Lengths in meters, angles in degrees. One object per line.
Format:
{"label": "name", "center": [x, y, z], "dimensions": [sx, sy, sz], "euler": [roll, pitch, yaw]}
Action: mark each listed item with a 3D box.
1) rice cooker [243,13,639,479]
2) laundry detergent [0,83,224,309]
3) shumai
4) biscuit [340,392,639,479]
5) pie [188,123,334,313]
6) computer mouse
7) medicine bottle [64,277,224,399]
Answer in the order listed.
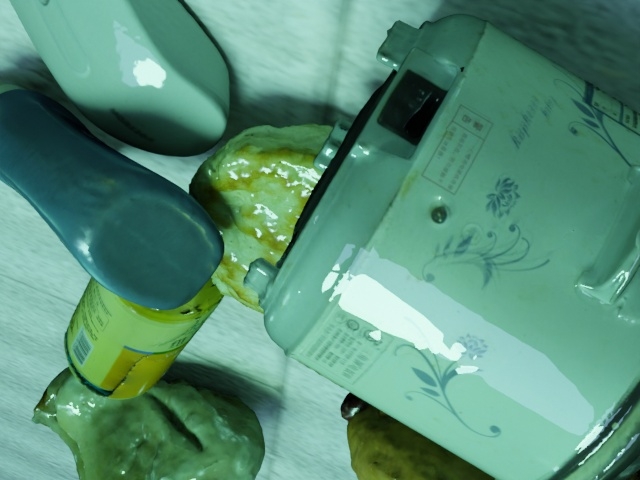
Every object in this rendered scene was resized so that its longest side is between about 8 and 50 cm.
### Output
{"label": "rice cooker", "center": [0.125, 0.017, 0.743], "dimensions": [0.316, 0.264, 0.317], "euler": [25, 155, 12]}
{"label": "laundry detergent", "center": [-0.201, -0.055, 0.954], "dimensions": [0.290, 0.094, 0.143], "euler": [37, -178, 43]}
{"label": "shumai", "center": [-0.200, 0.231, 1.286], "dimensions": [0.222, 0.225, 0.260], "euler": [41, 160, -22]}
{"label": "biscuit", "center": [0.164, 0.148, 0.908], "dimensions": [0.295, 0.296, 0.075], "euler": [17, 115, 14]}
{"label": "pie", "center": [0.000, 0.000, 0.962], "dimensions": [0.201, 0.090, 0.248], "euler": [11, 143, 10]}
{"label": "computer mouse", "center": [-0.161, -0.150, 0.884], "dimensions": [0.128, 0.079, 0.231], "euler": [-20, 121, 45]}
{"label": "medicine bottle", "center": [-0.167, 0.058, 1.126], "dimensions": [0.124, 0.124, 0.239], "euler": [32, 145, -7]}
